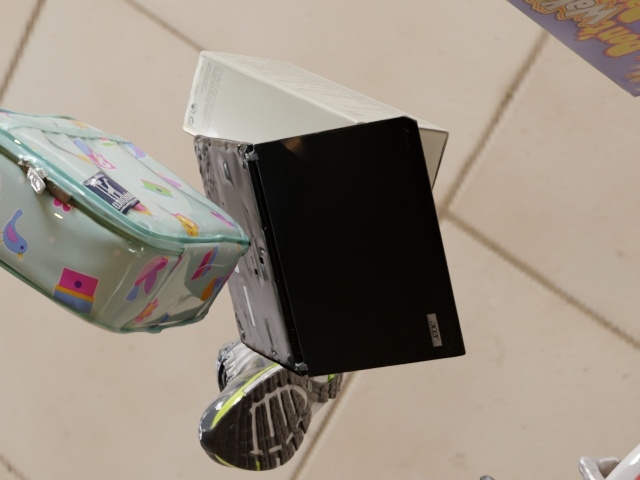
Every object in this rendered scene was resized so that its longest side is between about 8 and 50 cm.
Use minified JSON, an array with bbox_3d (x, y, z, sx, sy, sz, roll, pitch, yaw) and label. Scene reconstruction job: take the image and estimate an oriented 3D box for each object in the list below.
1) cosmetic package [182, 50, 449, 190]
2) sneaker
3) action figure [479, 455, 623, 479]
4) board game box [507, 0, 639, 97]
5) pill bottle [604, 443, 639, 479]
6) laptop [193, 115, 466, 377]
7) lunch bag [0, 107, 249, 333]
[{"bbox_3d":[-0.012,-0.134,1.752,0.309,0.160,0.113,31,111,45],"label":"cosmetic package"},{"bbox_3d":[-0.069,0.166,1.572,0.121,0.300,0.111,1,105,22],"label":"sneaker"},{"bbox_3d":[0.194,0.371,1.330,0.341,0.330,0.178,-41,102,13],"label":"action figure"},{"bbox_3d":[0.145,-0.235,0.814,0.078,0.347,0.233,-15,76,26],"label":"board game box"},{"bbox_3d":[0.315,0.262,0.966,0.283,0.161,0.161,39,111,29],"label":"pill bottle"},{"bbox_3d":[0.000,0.000,1.399,0.264,0.136,0.234,16,121,66],"label":"laptop"},{"bbox_3d":[-0.193,-0.025,1.205,0.224,0.279,0.108,37,98,13],"label":"lunch bag"}]
